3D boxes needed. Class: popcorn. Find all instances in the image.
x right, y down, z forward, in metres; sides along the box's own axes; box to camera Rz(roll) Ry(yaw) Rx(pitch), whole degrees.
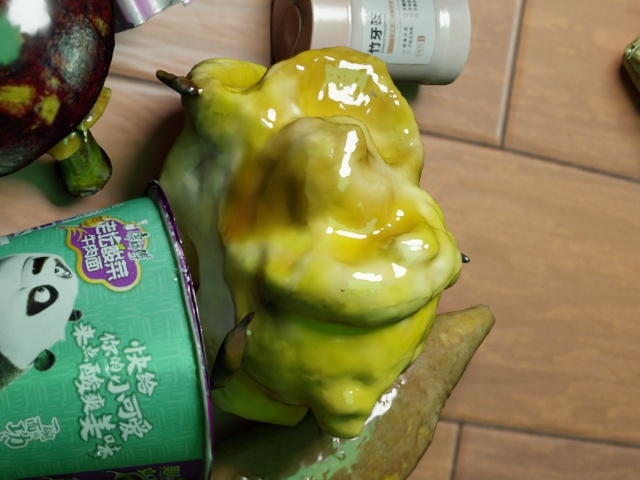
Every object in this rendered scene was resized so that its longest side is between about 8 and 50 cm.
[{"bbox_3d":[0.000,0.000,1.537,0.281,0.297,0.316,5,93,-34],"label":"popcorn"}]

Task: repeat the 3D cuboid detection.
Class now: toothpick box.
[{"bbox_3d":[0.043,-0.184,1.650,0.149,0.098,0.098,0,92,-23],"label":"toothpick box"}]

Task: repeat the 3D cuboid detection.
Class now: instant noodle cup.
[{"bbox_3d":[-0.203,0.090,1.497,0.190,0.251,0.251,-10,96,-12],"label":"instant noodle cup"}]

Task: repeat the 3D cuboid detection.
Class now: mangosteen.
[{"bbox_3d":[-0.246,-0.140,1.491,0.289,0.231,0.231,37,77,-49],"label":"mangosteen"}]

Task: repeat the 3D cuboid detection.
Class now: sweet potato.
[{"bbox_3d":[0.031,0.169,1.648,0.337,0.131,0.131,-33,103,-16],"label":"sweet potato"}]

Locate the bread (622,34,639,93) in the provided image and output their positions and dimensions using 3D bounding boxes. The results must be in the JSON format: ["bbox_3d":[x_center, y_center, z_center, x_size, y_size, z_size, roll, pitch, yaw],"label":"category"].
[{"bbox_3d":[0.377,-0.141,1.784,0.138,0.102,0.196,-42,103,-18],"label":"bread"}]

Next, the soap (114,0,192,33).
[{"bbox_3d":[-0.188,-0.269,1.542,0.065,0.122,0.203,-30,103,-20],"label":"soap"}]
